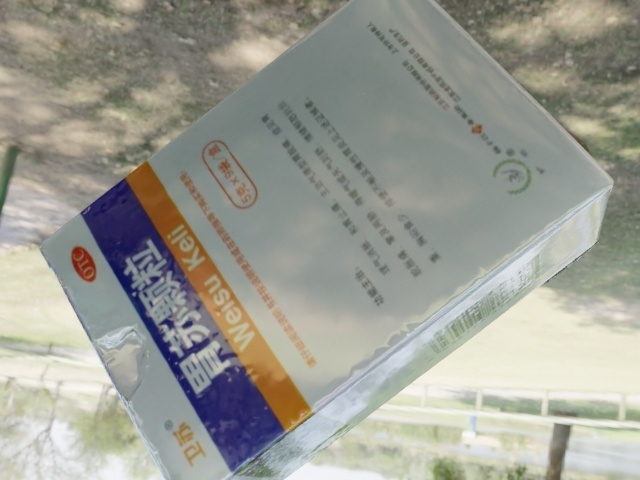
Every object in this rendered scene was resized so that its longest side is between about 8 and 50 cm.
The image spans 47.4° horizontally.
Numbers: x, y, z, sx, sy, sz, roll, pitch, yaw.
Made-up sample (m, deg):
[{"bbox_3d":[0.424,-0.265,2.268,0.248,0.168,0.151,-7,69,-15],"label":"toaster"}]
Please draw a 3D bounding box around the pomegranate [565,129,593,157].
[{"bbox_3d":[0.233,-0.064,0.786,0.114,0.115,0.142,8,172,10],"label":"pomegranate"}]

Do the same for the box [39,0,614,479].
[{"bbox_3d":[0.000,0.000,0.469,0.200,0.299,0.106,53,-179,23],"label":"box"}]
